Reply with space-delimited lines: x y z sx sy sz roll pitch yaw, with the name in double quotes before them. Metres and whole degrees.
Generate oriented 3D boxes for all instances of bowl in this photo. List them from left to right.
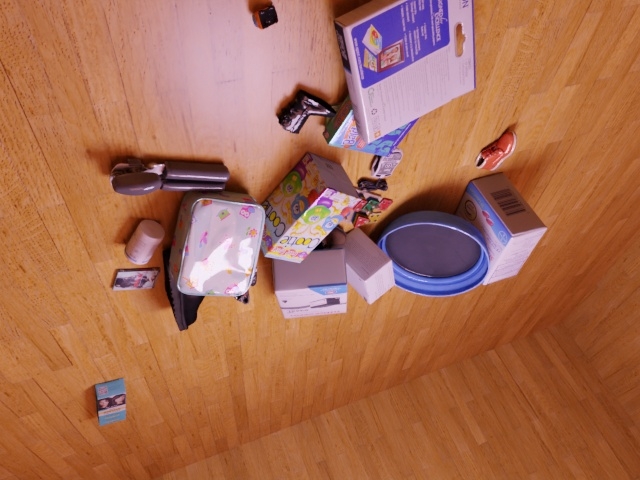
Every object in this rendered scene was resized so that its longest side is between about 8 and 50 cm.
"bowl" 0.382 0.048 1.895 0.390 0.077 0.391 10 141 8

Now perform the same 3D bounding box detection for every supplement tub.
"supplement tub" -0.455 0.005 1.421 0.071 0.071 0.107 9 133 -43

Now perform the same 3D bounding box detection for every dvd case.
"dvd case" -0.526 0.110 1.573 0.119 0.013 0.087 -1 140 -36

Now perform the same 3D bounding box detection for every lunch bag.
"lunch bag" -0.264 0.011 1.434 0.224 0.108 0.279 4 111 -32

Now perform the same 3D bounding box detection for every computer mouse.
"computer mouse" 0.180 -0.211 1.595 0.106 0.042 0.193 -4 147 -24

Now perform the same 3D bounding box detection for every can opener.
"can opener" -0.343 -0.132 1.280 0.283 0.095 0.076 -1 141 -34

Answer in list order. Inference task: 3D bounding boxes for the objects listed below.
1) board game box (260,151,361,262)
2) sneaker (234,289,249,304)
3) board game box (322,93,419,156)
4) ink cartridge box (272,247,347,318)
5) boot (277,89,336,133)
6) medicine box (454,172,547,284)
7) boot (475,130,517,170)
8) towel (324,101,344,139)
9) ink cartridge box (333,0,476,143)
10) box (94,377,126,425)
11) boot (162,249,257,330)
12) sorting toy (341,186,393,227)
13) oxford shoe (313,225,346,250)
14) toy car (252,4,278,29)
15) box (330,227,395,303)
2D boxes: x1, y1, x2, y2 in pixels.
"board game box" -0.047 -0.084 1.516 0.144 0.142 0.275 13 131 -45
"sneaker" -0.264 0.162 1.784 0.061 0.065 0.158 -29 148 4
"board game box" 0.132 -0.296 1.389 0.210 0.047 0.160 4 139 -36
"ink cartridge box" -0.028 0.145 1.772 0.223 0.129 0.307 -6 157 0
"boot" -0.035 -0.296 1.313 0.121 0.045 0.099 17 125 -37
"medicine box" 0.608 -0.038 1.933 0.149 0.264 0.289 -15 146 -18
"boot" 0.556 -0.283 1.745 0.084 0.059 0.158 -2 142 -26
"towel" 0.084 -0.311 1.399 0.151 0.023 0.113 -17 146 -14
"ink cartridge box" 0.199 -0.408 1.224 0.307 0.072 0.304 -30 137 -11
"box" -0.782 0.605 2.053 0.100 0.060 0.244 -9 144 -26
"boot" -0.321 0.131 1.637 0.260 0.131 0.348 -13 145 -21
"sorting toy" 0.121 -0.092 1.715 0.274 0.046 0.132 12 132 -45
"oxford shoe" 0.000 0.000 1.715 0.227 0.096 0.083 4 136 -41
"toy car" -0.128 -0.457 1.046 0.040 0.060 0.122 5 144 35
"box" 0.145 0.086 1.842 0.119 0.182 0.181 -37 149 -12
